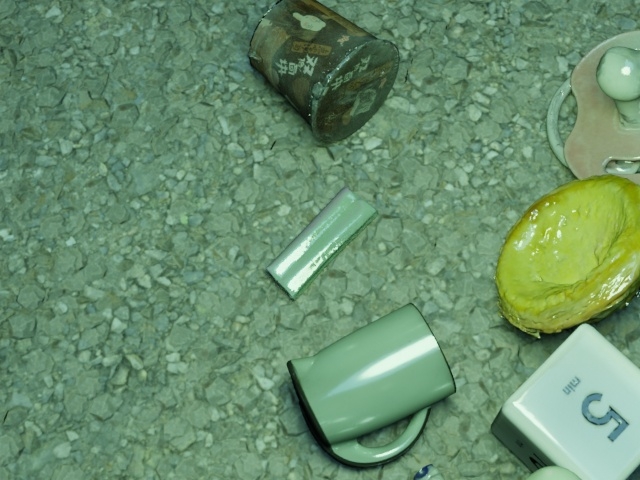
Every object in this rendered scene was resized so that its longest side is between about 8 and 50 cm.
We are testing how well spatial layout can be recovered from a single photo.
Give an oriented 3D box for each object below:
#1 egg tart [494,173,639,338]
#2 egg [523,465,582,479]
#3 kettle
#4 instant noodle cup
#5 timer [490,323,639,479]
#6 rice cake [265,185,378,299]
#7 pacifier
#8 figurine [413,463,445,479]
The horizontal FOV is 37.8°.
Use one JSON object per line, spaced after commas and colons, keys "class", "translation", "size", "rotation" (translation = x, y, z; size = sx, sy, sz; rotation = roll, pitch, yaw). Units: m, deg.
{"class": "egg tart", "translation": [0.426, 0.033, 1.518], "size": [0.120, 0.315, 0.315], "rotation": [39, 71, -28]}
{"class": "egg", "translation": [0.311, 0.414, 1.275], "size": [0.151, 0.151, 0.209], "rotation": [9, 74, 7]}
{"class": "kettle", "translation": [0.087, 0.247, 1.492], "size": [0.236, 0.161, 0.221], "rotation": [-25, 100, -5]}
{"class": "instant noodle cup", "translation": [-0.002, -0.321, 1.684], "size": [0.217, 0.217, 0.207], "rotation": [-42, 65, -12]}
{"class": "timer", "translation": [0.400, 0.275, 1.428], "size": [0.194, 0.192, 0.195], "rotation": [-41, 72, -12]}
{"class": "rice cake", "translation": [0.000, 0.001, 1.642], "size": [0.080, 0.042, 0.222], "rotation": [41, 77, 15]}
{"class": "pacifier", "translation": [0.538, -0.233, 1.608], "size": [0.220, 0.273, 0.332], "rotation": [14, 70, -8]}
{"class": "figurine", "translation": [0.221, 0.476, 1.407], "size": [0.274, 0.133, 0.194], "rotation": [23, 69, 22]}
